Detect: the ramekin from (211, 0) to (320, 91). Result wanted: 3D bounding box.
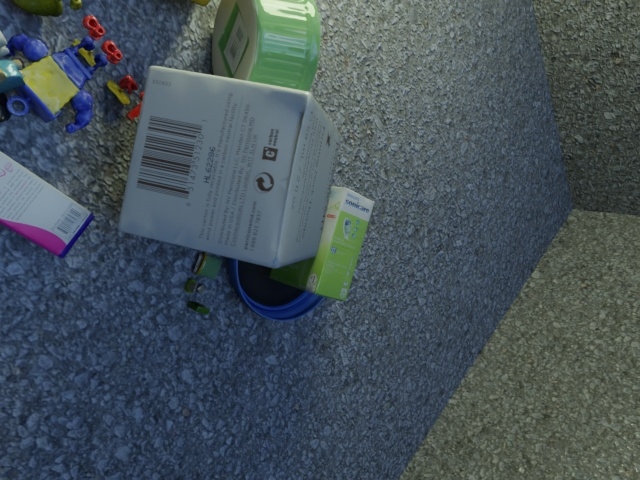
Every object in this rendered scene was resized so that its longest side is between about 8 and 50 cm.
[{"bbox_3d":[-0.143,-0.459,1.179,0.148,0.303,0.304,-4,101,-34],"label":"ramekin"}]

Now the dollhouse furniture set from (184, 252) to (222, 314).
[{"bbox_3d":[-0.302,0.111,1.306,0.076,0.058,0.152,24,82,-42],"label":"dollhouse furniture set"}]

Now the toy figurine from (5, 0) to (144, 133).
[{"bbox_3d":[-0.520,-0.333,0.943,0.217,0.191,0.362,-47,125,-18],"label":"toy figurine"}]

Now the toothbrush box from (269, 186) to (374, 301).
[{"bbox_3d":[0.000,0.000,1.352,0.122,0.206,0.283,21,85,-42],"label":"toothbrush box"}]

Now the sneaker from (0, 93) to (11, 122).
[{"bbox_3d":[-0.708,-0.295,0.850,0.131,0.112,0.319,-29,143,13],"label":"sneaker"}]

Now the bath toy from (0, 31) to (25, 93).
[{"bbox_3d":[-0.633,-0.398,0.802,0.129,0.151,0.348,-32,97,-23],"label":"bath toy"}]

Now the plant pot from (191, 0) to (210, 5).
[{"bbox_3d":[-0.312,-0.665,1.032,0.239,0.254,0.254,16,88,-26],"label":"plant pot"}]

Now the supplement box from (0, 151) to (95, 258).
[{"bbox_3d":[-0.586,-0.075,0.979,0.220,0.114,0.111,45,70,-39],"label":"supplement box"}]

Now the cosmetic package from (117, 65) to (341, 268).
[{"bbox_3d":[-0.166,-0.142,1.087,0.393,0.327,0.330,-9,110,-80],"label":"cosmetic package"}]

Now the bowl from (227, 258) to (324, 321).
[{"bbox_3d":[-0.101,0.040,1.460,0.391,0.077,0.391,-9,104,-40],"label":"bowl"}]
